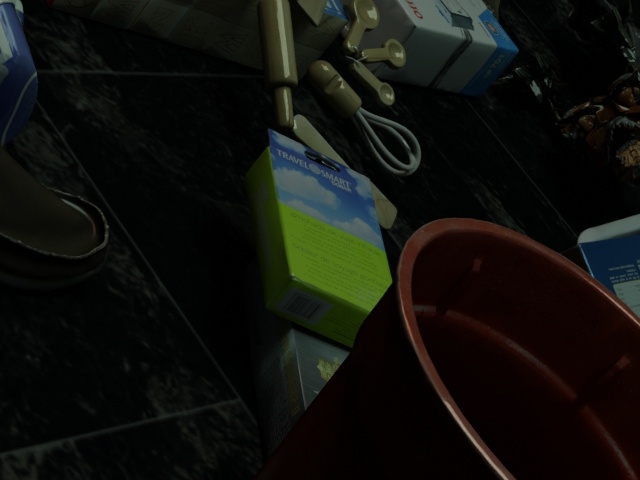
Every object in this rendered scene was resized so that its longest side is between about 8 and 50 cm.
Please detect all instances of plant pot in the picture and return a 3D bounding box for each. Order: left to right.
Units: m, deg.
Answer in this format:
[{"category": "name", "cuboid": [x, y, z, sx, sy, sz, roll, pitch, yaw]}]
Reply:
[{"category": "plant pot", "cuboid": [0.077, 0.175, 0.985, 0.272, 0.265, 0.272, 30, 31, -20]}]

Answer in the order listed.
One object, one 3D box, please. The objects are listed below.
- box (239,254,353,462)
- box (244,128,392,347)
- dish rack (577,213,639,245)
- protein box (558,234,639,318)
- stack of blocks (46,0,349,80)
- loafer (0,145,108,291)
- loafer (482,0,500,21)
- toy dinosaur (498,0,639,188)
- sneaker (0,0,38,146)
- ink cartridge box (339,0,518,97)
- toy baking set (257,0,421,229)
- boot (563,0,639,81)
[{"category": "box", "cuboid": [0.036, 0.117, 1.229, 0.183, 0.056, 0.231, 26, 32, -28]}, {"category": "box", "cuboid": [0.000, 0.000, 1.242, 0.109, 0.042, 0.178, 26, 32, -27]}, {"category": "dish rack", "cuboid": [0.408, 0.094, 1.665, 0.332, 0.072, 0.285, -13, 60, -47]}, {"category": "protein box", "cuboid": [0.248, 0.113, 1.359, 0.199, 0.136, 0.201, -6, 71, -54]}, {"category": "stack of blocks", "cuboid": [-0.133, -0.268, 1.512, 0.297, 0.087, 0.171, 13, 40, -42]}, {"category": "loafer", "cuboid": [-0.227, -0.027, 1.080, 0.220, 0.078, 0.080, 16, 38, -38]}, {"category": "loafer", "cuboid": [0.185, -0.273, 1.950, 0.056, 0.050, 0.148, 34, 45, -7]}, {"category": "toy dinosaur", "cuboid": [0.331, -0.137, 1.882, 0.218, 0.164, 0.322, 58, -10, -1]}, {"category": "sneaker", "cuboid": [-0.264, -0.212, 1.237, 0.182, 0.127, 0.315, 1, 47, -47]}, {"category": "ink cartridge box", "cuboid": [0.107, -0.241, 1.776, 0.190, 0.082, 0.140, 5, 46, -50]}, {"category": "toy baking set", "cuboid": [0.021, -0.145, 1.482, 0.196, 0.030, 0.256, 15, 63, -41]}, {"category": "boot", "cuboid": [0.423, -0.197, 2.022, 0.222, 0.118, 0.338, 36, 7, -22]}]
